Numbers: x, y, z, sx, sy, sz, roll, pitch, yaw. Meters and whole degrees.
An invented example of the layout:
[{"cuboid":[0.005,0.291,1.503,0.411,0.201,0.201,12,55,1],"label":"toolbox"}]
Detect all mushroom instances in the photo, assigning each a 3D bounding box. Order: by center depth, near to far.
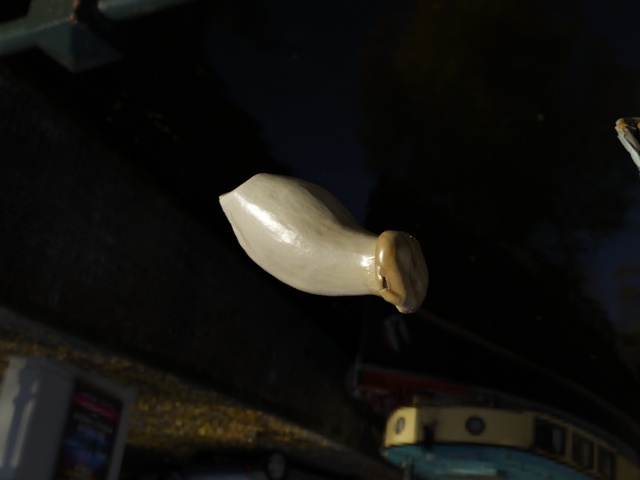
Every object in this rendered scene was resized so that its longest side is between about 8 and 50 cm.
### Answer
[{"cuboid":[0.001,-0.001,0.865,0.213,0.088,0.097,24,131,31],"label":"mushroom"}]

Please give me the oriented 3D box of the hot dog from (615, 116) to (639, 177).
[{"cuboid":[0.338,-0.073,0.675,0.163,0.081,0.270,14,174,-34],"label":"hot dog"}]
